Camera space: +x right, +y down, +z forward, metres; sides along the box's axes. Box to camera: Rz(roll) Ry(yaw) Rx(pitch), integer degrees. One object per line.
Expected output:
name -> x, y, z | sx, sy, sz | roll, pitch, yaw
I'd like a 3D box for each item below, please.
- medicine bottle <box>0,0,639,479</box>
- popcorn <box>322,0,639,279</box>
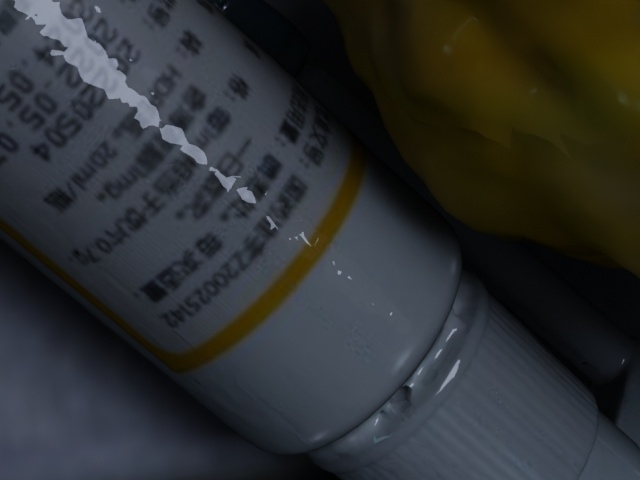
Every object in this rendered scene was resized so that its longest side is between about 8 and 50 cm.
medicine bottle -> 0.000, 0.000, 0.395 | 0.220, 0.061, 0.092 | 42, 41, -20
popcorn -> 0.108, -0.063, 0.404 | 0.253, 0.190, 0.191 | 33, 84, -40
